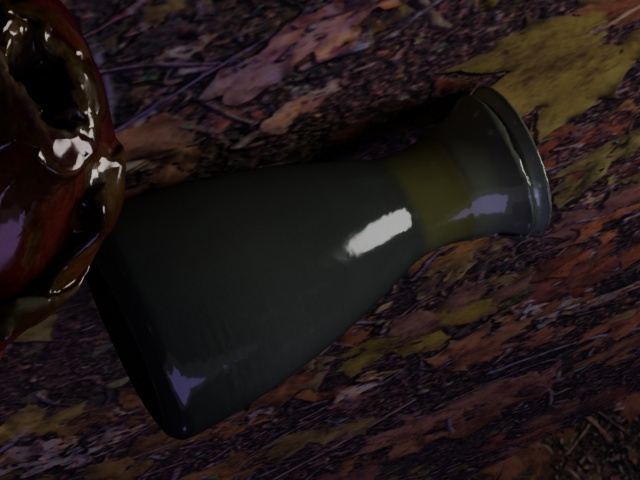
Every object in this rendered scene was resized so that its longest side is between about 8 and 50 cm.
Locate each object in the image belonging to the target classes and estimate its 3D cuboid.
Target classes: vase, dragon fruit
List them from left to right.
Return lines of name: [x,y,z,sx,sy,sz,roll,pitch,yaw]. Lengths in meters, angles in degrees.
dragon fruit: [-0.216,-0.041,0.844,0.250,0.250,0.315,-4,151,-42]
vase: [0.000,0.000,1.306,0.321,0.173,0.173,-25,161,-14]
